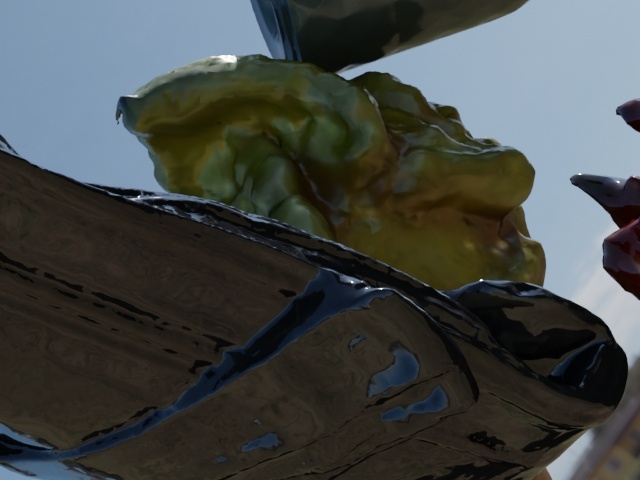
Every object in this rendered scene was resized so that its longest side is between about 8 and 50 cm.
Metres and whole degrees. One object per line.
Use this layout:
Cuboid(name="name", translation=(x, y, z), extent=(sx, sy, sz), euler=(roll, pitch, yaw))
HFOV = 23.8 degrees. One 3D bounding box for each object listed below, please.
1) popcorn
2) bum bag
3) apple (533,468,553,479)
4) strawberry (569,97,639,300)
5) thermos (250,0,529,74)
Cuboid(name="popcorn", translation=(0.007, -0.005, 1.055), extent=(0.290, 0.326, 0.321), euler=(-42, 6, -23))
Cuboid(name="bum bag", translation=(-0.049, 0.022, 0.389), extent=(0.123, 0.248, 0.060), euler=(-48, 23, 43))
Cuboid(name="apple", translation=(-0.012, 0.175, 0.687), extent=(0.206, 0.251, 0.272), euler=(6, 53, 55))
Cuboid(name="strawberry", translation=(0.268, -0.017, 0.421), extent=(0.343, 0.292, 0.292), euler=(-30, 9, 48))
Cuboid(name="thermos", translation=(0.083, -0.235, 1.112), extent=(0.286, 0.182, 0.145), euler=(-21, -15, -7))
